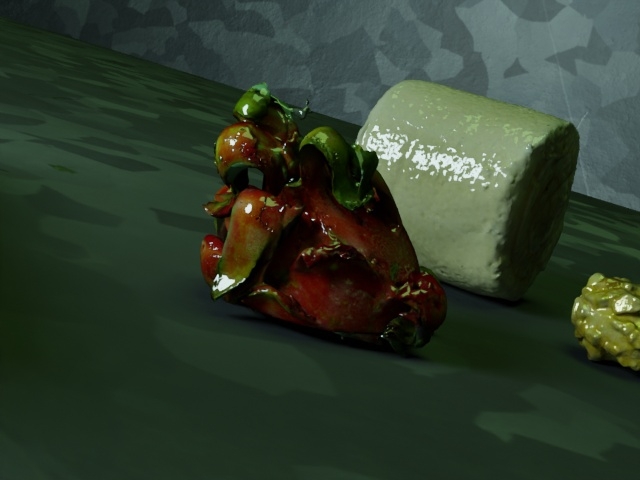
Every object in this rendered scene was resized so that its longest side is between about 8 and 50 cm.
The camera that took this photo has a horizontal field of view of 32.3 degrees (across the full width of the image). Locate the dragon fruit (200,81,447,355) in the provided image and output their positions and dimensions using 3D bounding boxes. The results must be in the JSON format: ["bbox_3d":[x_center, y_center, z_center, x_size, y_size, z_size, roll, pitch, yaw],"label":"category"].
[{"bbox_3d":[0.000,0.000,0.612,0.138,0.175,0.142,10,36,32],"label":"dragon fruit"}]

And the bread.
[{"bbox_3d":[0.108,-0.038,0.846,0.141,0.148,0.134,19,46,26],"label":"bread"}]

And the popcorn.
[{"bbox_3d":[0.207,0.056,0.736,0.082,0.057,0.083,18,7,3],"label":"popcorn"}]
